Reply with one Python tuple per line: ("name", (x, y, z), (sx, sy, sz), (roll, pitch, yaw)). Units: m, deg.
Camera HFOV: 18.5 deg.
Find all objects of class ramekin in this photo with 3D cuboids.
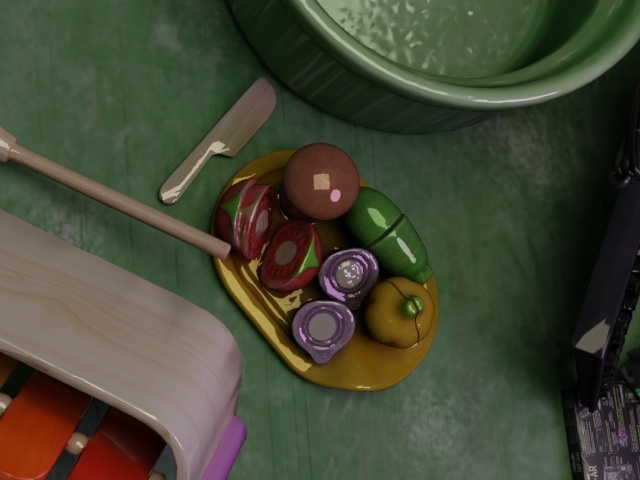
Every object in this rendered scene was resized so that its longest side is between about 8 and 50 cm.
("ramekin", (0.073, -0.217, 1.320), (0.303, 0.148, 0.303), (4, 77, -18))

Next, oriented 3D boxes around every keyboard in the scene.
("keyboard", (0.225, -0.057, 1.310), (0.033, 0.201, 0.317), (13, 67, 17))

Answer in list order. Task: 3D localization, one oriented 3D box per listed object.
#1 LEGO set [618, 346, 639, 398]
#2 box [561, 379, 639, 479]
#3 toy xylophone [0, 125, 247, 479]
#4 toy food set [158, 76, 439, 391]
("LEGO set", (0.381, 0.110, 1.318), (0.255, 0.192, 0.331), (-29, 91, -26))
("box", (0.205, 0.139, 1.357), (0.067, 0.018, 0.083), (-4, 80, -19))
("toy xylophone", (-0.177, 0.042, 1.174), (0.323, 0.081, 0.236), (31, 33, 6))
("toy food set", (0.000, 0.000, 1.289), (0.128, 0.071, 0.218), (-42, 93, -22))
